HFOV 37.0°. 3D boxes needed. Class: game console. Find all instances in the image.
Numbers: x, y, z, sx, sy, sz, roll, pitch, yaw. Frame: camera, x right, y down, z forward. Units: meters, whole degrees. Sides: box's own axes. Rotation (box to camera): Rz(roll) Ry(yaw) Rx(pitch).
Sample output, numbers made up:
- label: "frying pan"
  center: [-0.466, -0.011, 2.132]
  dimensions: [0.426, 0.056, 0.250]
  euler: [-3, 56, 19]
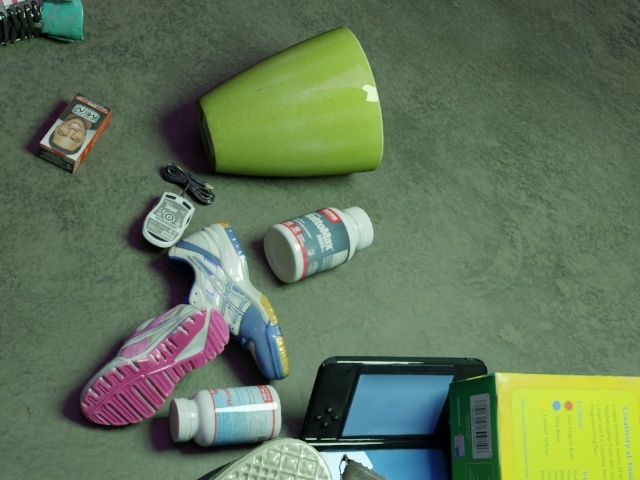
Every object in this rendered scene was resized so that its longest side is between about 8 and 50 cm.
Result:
- label: "game console"
  center: [0.131, 0.329, 1.500]
  dimensions: [0.293, 0.250, 0.173]
  euler: [3, 30, -21]

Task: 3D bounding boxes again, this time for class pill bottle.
- label: "pill bottle"
  center: [-0.147, 0.271, 1.472]
  dimensions: [0.160, 0.087, 0.087]
  euler: [0, 57, -23]
- label: "pill bottle"
  center: [0.000, 0.000, 1.708]
  dimensions: [0.180, 0.108, 0.108]
  euler: [-20, 66, -32]

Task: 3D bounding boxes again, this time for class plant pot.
- label: "plant pot"
  center: [-0.071, -0.228, 1.763]
  dimensions: [0.294, 0.274, 0.274]
  euler: [-14, 63, -12]

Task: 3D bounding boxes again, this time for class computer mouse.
- label: "computer mouse"
  center: [-0.261, -0.051, 1.681]
  dimensions: [0.106, 0.042, 0.193]
  euler: [31, 45, -6]

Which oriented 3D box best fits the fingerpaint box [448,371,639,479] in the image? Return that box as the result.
- label: "fingerpaint box"
  center: [0.398, 0.434, 1.457]
  dimensions: [0.371, 0.163, 0.444]
  euler: [4, 76, -19]

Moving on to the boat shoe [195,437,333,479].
- label: "boat shoe"
  center: [-0.208, 0.437, 1.297]
  dimensions: [0.500, 0.156, 0.186]
  euler: [-27, 75, -22]

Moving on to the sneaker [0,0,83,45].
- label: "sneaker"
  center: [-0.532, -0.409, 1.773]
  dimensions: [0.178, 0.123, 0.295]
  euler: [20, 50, 4]

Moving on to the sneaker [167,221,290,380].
- label: "sneaker"
  center: [-0.155, 0.116, 1.584]
  dimensions: [0.131, 0.112, 0.296]
  euler: [-24, 66, -14]

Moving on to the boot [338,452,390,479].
- label: "boot"
  center: [0.089, 0.464, 1.388]
  dimensions: [0.263, 0.091, 0.229]
  euler: [35, 72, 6]

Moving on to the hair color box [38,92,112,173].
- label: "hair color box"
  center: [-0.436, -0.192, 1.704]
  dimensions: [0.072, 0.043, 0.141]
  euler: [26, 52, -5]

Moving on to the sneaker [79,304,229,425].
- label: "sneaker"
  center: [-0.264, 0.189, 1.483]
  dimensions: [0.252, 0.111, 0.103]
  euler: [-35, 115, -20]
